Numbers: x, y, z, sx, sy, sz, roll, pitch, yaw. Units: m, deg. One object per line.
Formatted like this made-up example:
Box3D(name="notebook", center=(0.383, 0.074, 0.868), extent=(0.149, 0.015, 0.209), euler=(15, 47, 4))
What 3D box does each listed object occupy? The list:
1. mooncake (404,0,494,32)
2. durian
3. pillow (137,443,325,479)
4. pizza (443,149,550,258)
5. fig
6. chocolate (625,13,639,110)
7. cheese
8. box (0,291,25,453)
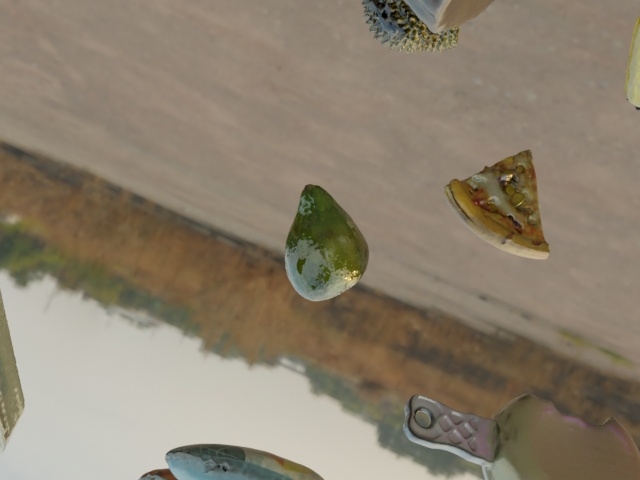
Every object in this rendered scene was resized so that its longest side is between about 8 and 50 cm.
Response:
Box3D(name="mooncake", center=(0.235, -0.510, 2.169), extent=(0.187, 0.324, 0.324), euler=(45, 180, 14))
Box3D(name="durian", center=(0.165, -0.426, 2.443), extent=(0.237, 0.137, 0.193), euler=(-21, 92, 64))
Box3D(name="pillow", center=(-0.095, 0.296, 1.520), extent=(0.214, 0.086, 0.233), euler=(20, 153, -12))
Box3D(name="pizza", center=(0.285, -0.062, 1.931), extent=(0.184, 0.176, 0.036), euler=(43, 154, -4))
Box3D(name="fig", center=(0.000, 0.000, 1.856), extent=(0.123, 0.123, 0.156), euler=(14, 129, 64))
Box3D(name="chocolate", center=(0.488, -0.292, 1.930), extent=(0.085, 0.086, 0.219), euler=(22, 147, 26))
Box3D(name="cheese", center=(0.215, 0.226, 1.398), extent=(0.286, 0.163, 0.082), euler=(25, 140, -16))
Box3D(name="box", center=(-0.604, 0.122, 1.731), extent=(0.395, 0.111, 0.397), euler=(11, 138, 6))
